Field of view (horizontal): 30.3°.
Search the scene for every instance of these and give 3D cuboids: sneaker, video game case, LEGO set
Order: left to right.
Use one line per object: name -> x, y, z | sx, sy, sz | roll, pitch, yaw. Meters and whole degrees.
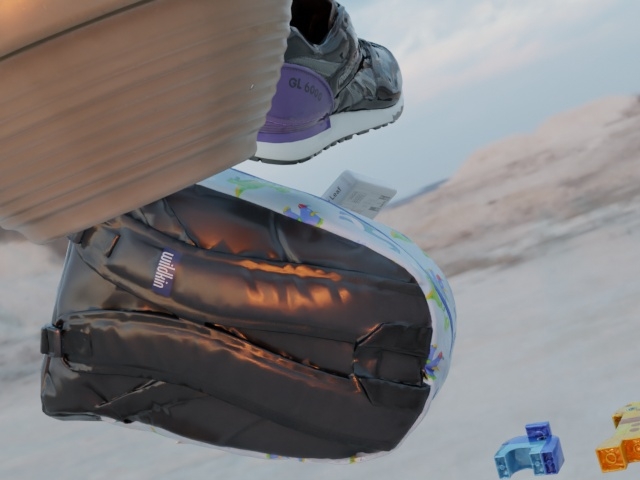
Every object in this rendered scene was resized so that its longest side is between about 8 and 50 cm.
video game case -> 0.000, 0.000, 1.411 | 0.193, 0.023, 0.212 | -49, -12, 10
sneaker -> 0.011, -0.161, 1.037 | 0.107, 0.124, 0.283 | 17, 25, 17
LEGO set -> 0.224, 0.174, 0.916 | 0.227, 0.087, 0.093 | -12, 9, 26

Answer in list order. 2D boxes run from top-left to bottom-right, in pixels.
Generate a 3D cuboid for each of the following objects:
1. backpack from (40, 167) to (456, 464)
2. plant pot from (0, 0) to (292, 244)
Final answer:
backpack -> -0.046, 0.070, 1.127 | 0.355, 0.290, 0.273 | 13, 5, 22
plant pot -> -0.107, -0.069, 0.576 | 0.237, 0.110, 0.237 | -21, 7, 3
